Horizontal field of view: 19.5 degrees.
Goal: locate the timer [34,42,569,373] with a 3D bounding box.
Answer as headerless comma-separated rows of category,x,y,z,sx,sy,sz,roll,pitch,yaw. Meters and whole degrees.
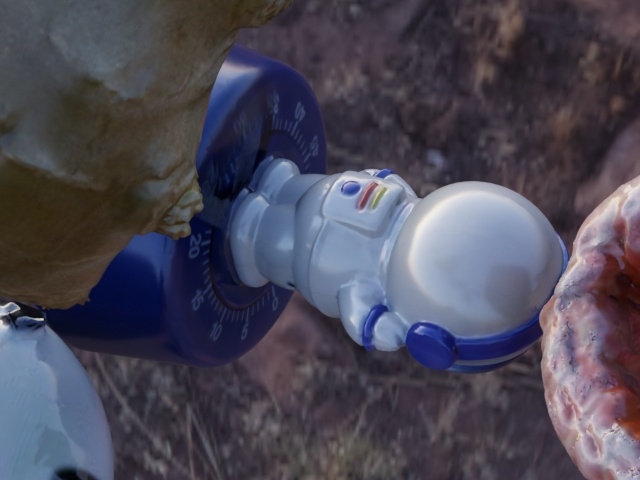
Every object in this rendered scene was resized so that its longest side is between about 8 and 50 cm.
timer,0.000,0.000,1.391,0.383,0.270,0.270,17,61,25

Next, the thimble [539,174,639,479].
thimble,0.262,0.073,1.154,0.239,0.162,0.239,-12,69,33

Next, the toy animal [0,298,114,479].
toy animal,-0.270,0.167,1.372,0.251,0.310,0.251,11,68,-28

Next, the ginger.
ginger,-0.115,-0.150,0.887,0.236,0.166,0.375,32,93,16
